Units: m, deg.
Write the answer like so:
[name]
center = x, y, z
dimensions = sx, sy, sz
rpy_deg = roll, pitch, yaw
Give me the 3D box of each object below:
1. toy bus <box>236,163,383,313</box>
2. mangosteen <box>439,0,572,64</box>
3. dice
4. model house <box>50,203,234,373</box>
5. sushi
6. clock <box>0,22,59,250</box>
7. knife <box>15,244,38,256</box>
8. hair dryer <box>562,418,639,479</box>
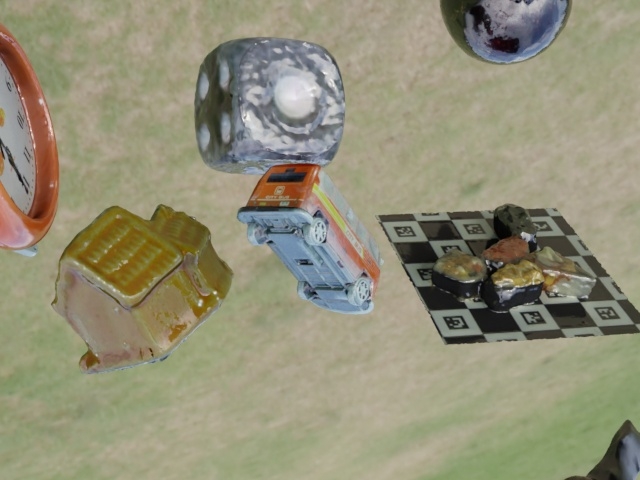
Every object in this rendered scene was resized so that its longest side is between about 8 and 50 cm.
[toy bus]
center = 0.000, 0.000, 1.506
dimensions = 0.121, 0.119, 0.265
rpy_deg = 1, 146, 33
[mangosteen]
center = 0.318, -0.413, 1.829
dimensions = 0.228, 0.228, 0.265
rpy_deg = -19, 179, -4
[dice]
center = -0.078, -0.194, 1.545
dimensions = 0.182, 0.182, 0.183
rpy_deg = 3, 174, -28
[model house]
center = -0.289, 0.050, 1.632
dimensions = 0.173, 0.239, 0.268
rpy_deg = 2, -141, 43
[sushi]
center = 0.301, 0.022, 1.655
dimensions = 0.343, 0.359, 0.064
rpy_deg = -2, 123, -15
[clock]
center = -0.276, -0.092, 0.880
dimensions = 0.051, 0.205, 0.205
rpy_deg = -11, 157, 7
[knife]
center = -0.636, -0.002, 2.118
dimensions = 0.023, 0.044, 0.162
rpy_deg = -27, 153, 19
[hair dryer]
center = 0.047, 0.220, 0.559
dimensions = 0.340, 0.123, 0.312
rpy_deg = -45, -166, -19
